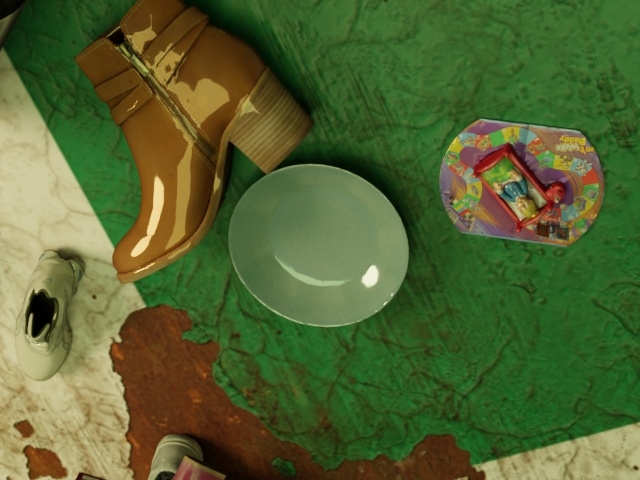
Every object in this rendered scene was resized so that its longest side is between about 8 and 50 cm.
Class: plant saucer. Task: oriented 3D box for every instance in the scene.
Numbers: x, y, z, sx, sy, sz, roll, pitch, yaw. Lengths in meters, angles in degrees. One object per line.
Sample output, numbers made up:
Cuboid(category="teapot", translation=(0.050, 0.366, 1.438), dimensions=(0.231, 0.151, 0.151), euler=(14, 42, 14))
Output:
Cuboid(category="plant saucer", translation=(0.000, 0.000, 1.511), dimensions=(0.195, 0.037, 0.195), euler=(5, 118, 9))

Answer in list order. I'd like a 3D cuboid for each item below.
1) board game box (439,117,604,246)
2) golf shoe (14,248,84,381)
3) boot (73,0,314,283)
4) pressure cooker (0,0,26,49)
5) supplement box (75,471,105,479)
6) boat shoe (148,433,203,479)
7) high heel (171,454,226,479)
Cuboid(category="board game box", translation=(0.204, -0.052, 1.444), dimensions=(0.168, 0.033, 0.133), euler=(8, 119, 7))
Cuboid(category="golf shoe", translation=(-0.319, 0.098, 1.601), dimensions=(0.069, 0.086, 0.176), euler=(15, 121, 1))
Cuboid(category="boot", translation=(-0.174, -0.106, 1.448), dimensions=(0.220, 0.109, 0.283), euler=(42, 115, -13))
Cuboid(category="pressure cooker", translation=(-0.448, -0.254, 1.283), dimensions=(0.375, 0.370, 0.420), euler=(30, 122, -9))
Cuboid(category="supplement box", translation=(-0.283, 0.335, 1.740), dimensions=(0.055, 0.043, 0.083), euler=(17, 118, 2))
Cuboid(category="boat shoe", translation=(-0.184, 0.342, 1.702), dimensions=(0.079, 0.081, 0.228), euler=(10, 118, 7))
Cuboid(category="high heel", translation=(-0.087, 0.348, 1.644), dimensions=(0.244, 0.082, 0.117), euler=(31, 84, -28))
